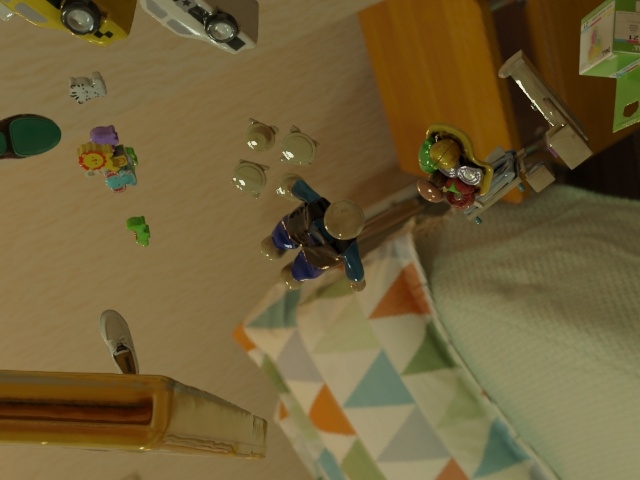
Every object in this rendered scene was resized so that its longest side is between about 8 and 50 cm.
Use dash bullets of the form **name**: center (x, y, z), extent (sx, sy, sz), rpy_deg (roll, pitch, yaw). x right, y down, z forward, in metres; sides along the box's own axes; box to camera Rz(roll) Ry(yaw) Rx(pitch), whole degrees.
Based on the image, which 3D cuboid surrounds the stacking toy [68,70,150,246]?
- **stacking toy**: center (-0.305, -0.114, 1.281), extent (0.221, 0.052, 0.167), rpy_deg (77, 176, -53)

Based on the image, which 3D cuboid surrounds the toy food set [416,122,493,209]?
- **toy food set**: center (0.208, -0.101, 1.439), extent (0.128, 0.071, 0.218), rpy_deg (35, 164, 20)

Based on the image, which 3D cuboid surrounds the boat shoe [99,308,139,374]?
- **boat shoe**: center (-0.256, 0.136, 1.126), extent (0.035, 0.035, 0.100), rpy_deg (-173, 66, -73)

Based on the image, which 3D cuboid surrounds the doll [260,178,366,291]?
- **doll**: center (0.000, 0.000, 0.870), extent (0.129, 0.046, 0.189), rpy_deg (54, 155, 1)

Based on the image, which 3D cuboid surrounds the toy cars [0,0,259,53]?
- **toy cars**: center (-0.211, -0.260, 0.889), extent (0.087, 0.394, 0.176), rpy_deg (-30, 83, 31)

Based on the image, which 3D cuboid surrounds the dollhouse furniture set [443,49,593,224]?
- **dollhouse furniture set**: center (0.328, -0.178, 1.693), extent (0.198, 0.303, 0.286), rpy_deg (48, -159, -6)

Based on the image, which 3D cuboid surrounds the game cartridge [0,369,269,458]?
- **game cartridge**: center (-0.210, 0.149, 0.715), extent (0.323, 0.286, 0.052), rpy_deg (63, -151, -71)

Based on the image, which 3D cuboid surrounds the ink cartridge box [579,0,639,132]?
- **ink cartridge box**: center (0.642, -0.381, 1.922), extent (0.189, 0.097, 0.255), rpy_deg (146, 129, -84)

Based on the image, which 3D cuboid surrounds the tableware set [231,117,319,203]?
- **tableware set**: center (-0.082, -0.139, 1.584), extent (0.141, 0.020, 0.168), rpy_deg (19, 123, 5)

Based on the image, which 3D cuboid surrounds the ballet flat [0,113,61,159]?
- **ballet flat**: center (-0.533, -0.165, 1.454), extent (0.079, 0.221, 0.076), rpy_deg (7, 112, 28)
